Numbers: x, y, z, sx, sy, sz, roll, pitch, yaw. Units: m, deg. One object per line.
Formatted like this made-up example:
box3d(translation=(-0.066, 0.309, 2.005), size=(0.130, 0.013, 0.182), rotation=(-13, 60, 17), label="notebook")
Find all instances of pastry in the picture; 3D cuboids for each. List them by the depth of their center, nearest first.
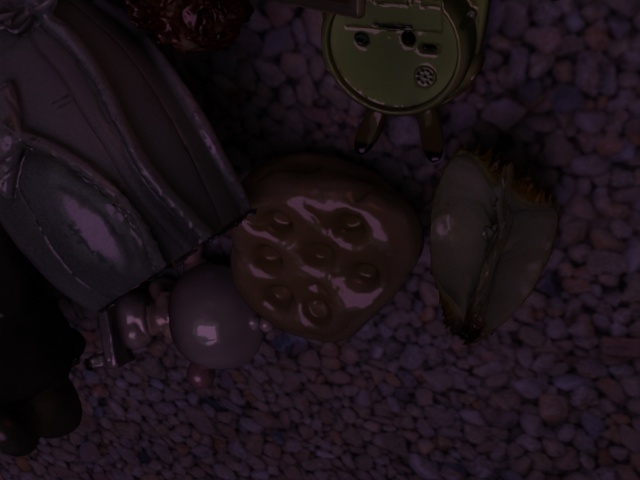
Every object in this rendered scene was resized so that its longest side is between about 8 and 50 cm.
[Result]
box3d(translation=(-0.153, -0.260, 0.891), size=(0.208, 0.115, 0.097), rotation=(49, 144, 2), label="pastry")

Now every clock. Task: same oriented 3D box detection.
box3d(translation=(0.078, -0.189, 0.918), size=(0.170, 0.069, 0.232), rotation=(7, 125, 17), label="clock")

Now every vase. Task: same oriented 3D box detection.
box3d(translation=(-0.272, -0.156, 0.946), size=(0.250, 0.250, 0.445), rotation=(-30, 95, 35), label="vase")

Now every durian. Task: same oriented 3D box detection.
box3d(translation=(0.168, -0.001, 0.972), size=(0.144, 0.139, 0.252), rotation=(25, 129, 9), label="durian")

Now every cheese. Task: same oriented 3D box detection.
box3d(translation=(0.000, 0.000, 1.051), size=(0.235, 0.117, 0.218), rotation=(-23, 110, 28), label="cheese")

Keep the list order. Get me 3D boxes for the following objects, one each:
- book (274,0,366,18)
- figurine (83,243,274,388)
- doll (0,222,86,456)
box3d(translation=(-0.061, -0.305, 0.871), size=(0.242, 0.018, 0.170), rotation=(21, 131, 35), label="book")
box3d(translation=(-0.169, 0.087, 1.175), size=(0.257, 0.182, 0.144), rotation=(-6, 163, 18), label="figurine")
box3d(translation=(-0.426, 0.051, 1.172), size=(0.382, 0.252, 0.378), rotation=(20, 103, 44), label="doll")
